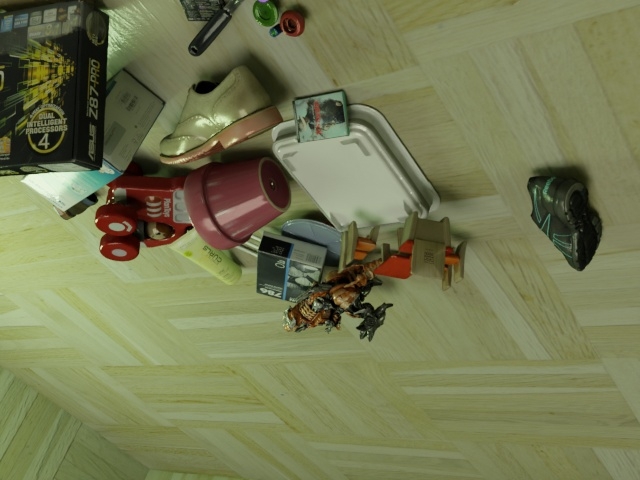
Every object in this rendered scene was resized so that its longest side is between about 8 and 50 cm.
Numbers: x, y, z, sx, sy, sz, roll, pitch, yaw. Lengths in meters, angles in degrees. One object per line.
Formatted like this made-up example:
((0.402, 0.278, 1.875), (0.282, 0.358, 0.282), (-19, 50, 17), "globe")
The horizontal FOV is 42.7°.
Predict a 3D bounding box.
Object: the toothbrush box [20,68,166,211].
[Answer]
((-0.504, -0.215, 1.807), (0.126, 0.216, 0.295), (39, 144, -24), "toothbrush box")

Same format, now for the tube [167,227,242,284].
((-0.296, 0.044, 2.159), (0.062, 0.070, 0.240), (13, 160, 36), "tube")

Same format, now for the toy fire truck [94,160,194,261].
((-0.419, -0.065, 2.047), (0.254, 0.169, 0.302), (4, 149, -7), "toy fire truck")

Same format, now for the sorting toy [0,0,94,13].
((-0.617, -0.509, 1.602), (0.307, 0.041, 0.229), (-5, 147, 35), "sorting toy")

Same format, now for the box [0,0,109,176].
((-0.610, -0.289, 1.634), (0.395, 0.318, 0.097), (-1, 172, 23), "box")

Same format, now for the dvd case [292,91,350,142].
((0.000, -0.242, 1.617), (0.119, 0.013, 0.087), (-3, 97, 35), "dvd case")

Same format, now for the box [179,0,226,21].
((-0.216, -0.434, 1.505), (0.083, 0.018, 0.067), (6, 144, 22), "box")

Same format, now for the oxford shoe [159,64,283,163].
((-0.228, -0.257, 1.706), (0.397, 0.140, 0.146), (-13, 103, 48), "oxford shoe")

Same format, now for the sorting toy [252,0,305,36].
((-0.070, -0.398, 1.465), (0.102, 0.042, 0.061), (30, 133, 9), "sorting toy")

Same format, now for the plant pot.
((-0.173, -0.096, 1.831), (0.180, 0.201, 0.201), (-19, 132, 25), "plant pot")

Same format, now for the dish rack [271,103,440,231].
((0.066, -0.131, 1.741), (0.286, 0.072, 0.333), (-7, 137, 38), "dish rack")

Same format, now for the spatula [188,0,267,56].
((-0.157, -0.416, 1.459), (0.084, 0.030, 0.296), (39, 138, -16), "spatula")

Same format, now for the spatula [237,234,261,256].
((-0.184, 0.012, 2.113), (0.242, 0.019, 0.168), (23, 159, -3), "spatula")

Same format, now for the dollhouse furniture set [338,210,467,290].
((0.188, 0.043, 1.764), (0.262, 0.135, 0.259), (10, 161, -10), "dollhouse furniture set")

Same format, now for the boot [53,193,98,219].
((-0.679, -0.156, 2.146), (0.106, 0.082, 0.219), (-18, 130, 16), "boot")

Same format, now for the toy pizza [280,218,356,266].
((0.000, 0.000, 1.996), (0.201, 0.032, 0.201), (17, 152, 9), "toy pizza")

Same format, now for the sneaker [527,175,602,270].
((0.487, -0.041, 1.633), (0.106, 0.101, 0.267), (23, 156, 41), "sneaker")

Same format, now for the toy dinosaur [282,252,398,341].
((0.062, 0.142, 2.008), (0.322, 0.164, 0.218), (-18, 149, 30), "toy dinosaur")

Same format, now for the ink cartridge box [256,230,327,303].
((-0.080, 0.092, 2.107), (0.165, 0.065, 0.332), (14, 155, 3), "ink cartridge box")
